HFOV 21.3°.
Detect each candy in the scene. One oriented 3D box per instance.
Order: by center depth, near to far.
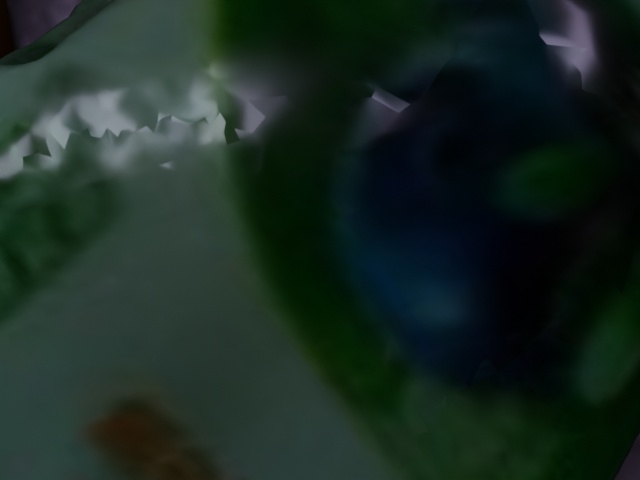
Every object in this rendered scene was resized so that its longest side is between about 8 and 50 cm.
[{"bbox_3d":[0.002,-0.001,0.459,0.263,0.172,0.398,46,64,-1],"label":"candy"}]

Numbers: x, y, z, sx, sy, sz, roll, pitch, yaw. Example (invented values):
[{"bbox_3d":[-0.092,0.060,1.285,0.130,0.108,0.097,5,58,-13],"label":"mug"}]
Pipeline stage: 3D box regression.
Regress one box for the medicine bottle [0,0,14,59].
[{"bbox_3d":[-0.169,-0.074,0.574,0.112,0.149,0.222,-13,70,1],"label":"medicine bottle"}]
